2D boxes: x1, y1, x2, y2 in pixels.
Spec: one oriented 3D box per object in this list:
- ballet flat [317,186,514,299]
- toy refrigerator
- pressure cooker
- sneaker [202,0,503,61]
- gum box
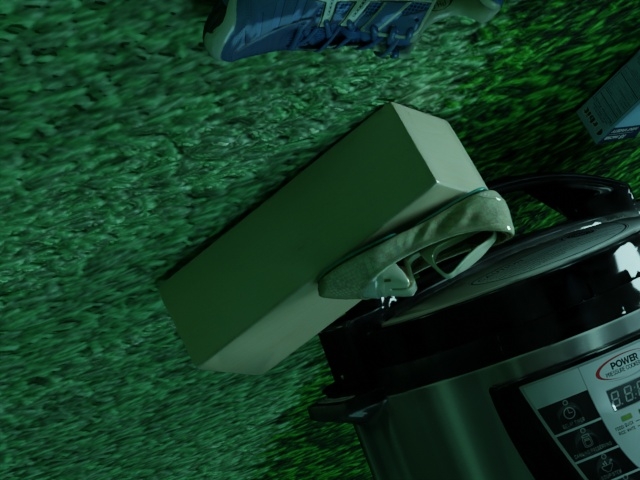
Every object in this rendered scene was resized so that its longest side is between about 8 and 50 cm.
[{"bbox_3d":[0.077,0.014,1.585,0.168,0.052,0.057,-29,157,3],"label":"ballet flat"},{"bbox_3d":[0.000,0.000,1.659,0.269,0.094,0.102,-39,155,23],"label":"toy refrigerator"},{"bbox_3d":[0.206,0.150,1.860,0.375,0.420,0.370,-19,-179,24],"label":"pressure cooker"},{"bbox_3d":[0.025,-0.158,1.291,0.211,0.081,0.080,-22,162,-15],"label":"sneaker"},{"bbox_3d":[0.345,-0.162,1.801,0.157,0.041,0.184,-11,155,-43],"label":"gum box"}]
